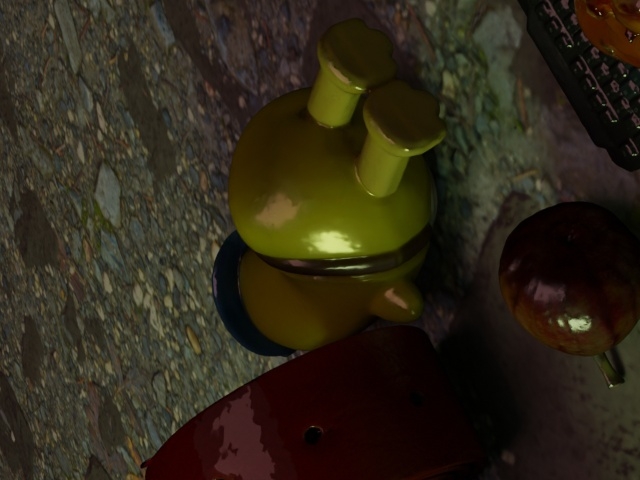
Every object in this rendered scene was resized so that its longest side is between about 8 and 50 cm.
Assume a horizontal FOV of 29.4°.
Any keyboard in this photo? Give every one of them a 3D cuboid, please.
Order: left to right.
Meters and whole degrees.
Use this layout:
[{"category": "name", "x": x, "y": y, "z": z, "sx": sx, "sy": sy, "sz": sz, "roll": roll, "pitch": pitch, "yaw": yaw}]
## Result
[{"category": "keyboard", "x": 0.133, "y": -0.167, "z": 0.685, "sx": 0.262, "sy": 0.016, "sz": 0.106, "roll": 62, "pitch": 149, "yaw": 9}]

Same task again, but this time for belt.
[{"category": "belt", "x": -0.015, "y": 0.181, "z": 0.922, "sx": 0.115, "sy": 0.227, "sz": 0.324, "roll": 66, "pitch": 148, "yaw": 21}]

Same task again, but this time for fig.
[{"category": "fig", "x": 0.154, "y": 0.039, "z": 0.727, "sx": 0.089, "sy": 0.089, "sz": 0.125, "roll": 44, "pitch": 161, "yaw": 43}]

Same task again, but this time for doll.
[{"category": "doll", "x": 0.000, "y": 0.000, "z": 0.906, "sx": 0.199, "sy": 0.145, "sz": 0.363, "roll": 57, "pitch": 153, "yaw": 21}]

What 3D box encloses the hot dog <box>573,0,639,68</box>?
[{"category": "hot dog", "x": 0.189, "y": -0.139, "z": 0.482, "sx": 0.256, "sy": 0.150, "sz": 0.153, "roll": -16, "pitch": 65, "yaw": 61}]
